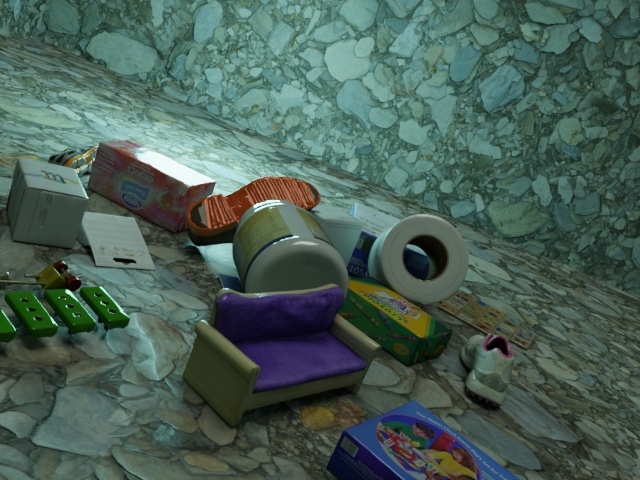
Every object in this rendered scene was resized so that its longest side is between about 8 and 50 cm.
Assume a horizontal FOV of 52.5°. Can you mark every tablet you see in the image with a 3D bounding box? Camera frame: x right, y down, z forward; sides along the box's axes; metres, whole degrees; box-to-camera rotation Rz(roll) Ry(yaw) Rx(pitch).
[{"bbox_3d":[-0.213,0.103,1.548,0.054,0.006,0.083,15,19,-25],"label":"tablet"}]

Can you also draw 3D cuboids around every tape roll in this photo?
[{"bbox_3d":[0.268,0.060,1.808,0.246,0.246,0.169,21,-12,-4],"label":"tape roll"}]

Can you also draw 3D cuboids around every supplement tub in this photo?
[{"bbox_3d":[-0.082,0.046,1.507,0.228,0.228,0.316,16,18,-21],"label":"supplement tub"}]

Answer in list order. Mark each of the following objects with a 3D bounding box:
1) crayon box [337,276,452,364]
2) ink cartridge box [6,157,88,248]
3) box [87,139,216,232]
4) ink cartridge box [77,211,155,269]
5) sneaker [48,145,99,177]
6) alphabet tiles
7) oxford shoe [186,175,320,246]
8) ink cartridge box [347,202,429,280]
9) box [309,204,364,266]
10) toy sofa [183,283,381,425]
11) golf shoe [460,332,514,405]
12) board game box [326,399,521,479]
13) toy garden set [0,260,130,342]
[{"bbox_3d":[0.170,0.194,1.628,0.278,0.081,0.165,34,20,32],"label":"crayon box"},{"bbox_3d":[-0.598,-0.081,1.413,0.127,0.128,0.176,11,21,-34],"label":"ink cartridge box"},{"bbox_3d":[-0.464,-0.154,1.785,0.300,0.142,0.154,26,17,13],"label":"box"},{"bbox_3d":[-0.471,0.011,1.478,0.145,0.045,0.179,8,40,-43],"label":"ink cartridge box"},{"bbox_3d":[-0.692,-0.235,1.856,0.083,0.084,0.215,19,17,5],"label":"sneaker"},{"bbox_3d":[0.511,0.237,2.059,0.342,0.011,0.285,29,18,21],"label":"alphabet tiles"},{"bbox_3d":[-0.176,-0.073,1.712,0.364,0.132,0.130,-13,62,-19],"label":"oxford shoe"},{"bbox_3d":[0.198,0.030,2.052,0.270,0.151,0.395,21,15,-3],"label":"ink cartridge box"},{"bbox_3d":[0.000,0.000,1.836,0.181,0.182,0.119,5,24,-47],"label":"box"},{"bbox_3d":[-0.051,0.194,1.182,0.150,0.177,0.362,34,19,35],"label":"toy sofa"},{"bbox_3d":[0.420,0.282,1.582,0.115,0.140,0.306,22,15,2],"label":"golf shoe"},{"bbox_3d":[0.214,0.408,1.027,0.347,0.078,0.233,33,20,32],"label":"board game box"},{"bbox_3d":[-0.488,0.109,1.113,0.204,0.049,0.244,36,22,34],"label":"toy garden set"}]
